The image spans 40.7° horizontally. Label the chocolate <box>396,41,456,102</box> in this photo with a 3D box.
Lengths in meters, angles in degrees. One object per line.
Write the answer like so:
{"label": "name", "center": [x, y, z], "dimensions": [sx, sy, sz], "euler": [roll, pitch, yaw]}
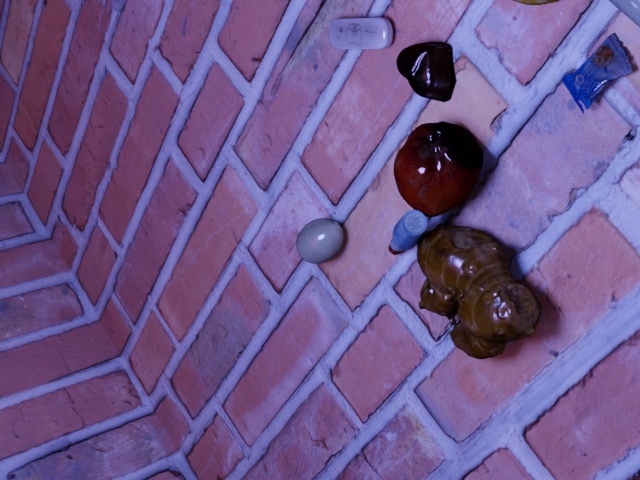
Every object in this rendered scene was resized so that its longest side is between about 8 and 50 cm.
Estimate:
{"label": "chocolate", "center": [0.235, -0.378, 1.905], "dimensions": [0.148, 0.080, 0.125], "euler": [60, 138, 16]}

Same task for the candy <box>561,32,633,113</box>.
{"label": "candy", "center": [0.528, -0.317, 1.638], "dimensions": [0.136, 0.038, 0.088], "euler": [-44, 57, 39]}

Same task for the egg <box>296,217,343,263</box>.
{"label": "egg", "center": [0.000, 0.000, 2.270], "dimensions": [0.152, 0.114, 0.114], "euler": [-41, 72, 42]}

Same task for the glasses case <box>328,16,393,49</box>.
{"label": "glasses case", "center": [0.093, -0.491, 2.044], "dimensions": [0.193, 0.049, 0.074], "euler": [14, 114, 46]}

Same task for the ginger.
{"label": "ginger", "center": [0.332, 0.105, 1.925], "dimensions": [0.357, 0.153, 0.274], "euler": [54, 156, 21]}

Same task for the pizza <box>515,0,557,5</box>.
{"label": "pizza", "center": [0.401, -0.533, 1.695], "dimensions": [0.178, 0.041, 0.130], "euler": [26, 124, 40]}

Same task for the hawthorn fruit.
{"label": "hawthorn fruit", "center": [0.257, -0.145, 1.906], "dimensions": [0.189, 0.190, 0.251], "euler": [46, 152, 28]}

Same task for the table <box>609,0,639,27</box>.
{"label": "table", "center": [0.537, -0.477, 1.501], "dimensions": [0.220, 0.126, 0.126], "euler": [52, 135, 21]}

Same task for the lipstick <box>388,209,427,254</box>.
{"label": "lipstick", "center": [0.195, -0.009, 2.007], "dimensions": [0.274, 0.061, 0.068], "euler": [109, 165, -76]}
